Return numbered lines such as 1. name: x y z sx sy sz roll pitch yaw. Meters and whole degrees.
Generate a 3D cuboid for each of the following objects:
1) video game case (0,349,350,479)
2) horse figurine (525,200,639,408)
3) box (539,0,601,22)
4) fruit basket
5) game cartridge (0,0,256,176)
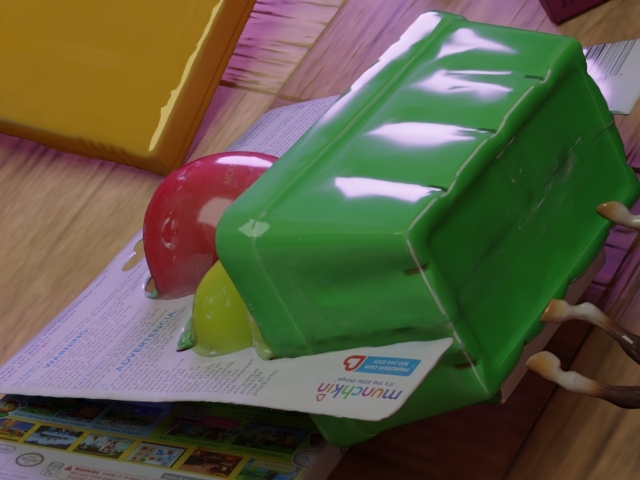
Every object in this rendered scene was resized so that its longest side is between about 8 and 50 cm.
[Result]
1. video game case: -0.105 0.124 0.855 0.227 0.026 0.206 5 30 27
2. horse figurine: 0.210 0.042 0.752 0.174 0.066 0.263 30 53 4
3. box: 0.144 -0.316 1.030 0.117 0.213 0.243 -25 44 9
4. fruit basket: 0.000 0.000 0.888 0.353 0.165 0.327 -11 29 47
5. game cartridge: -0.194 -0.211 1.198 0.324 0.052 0.285 16 74 29
